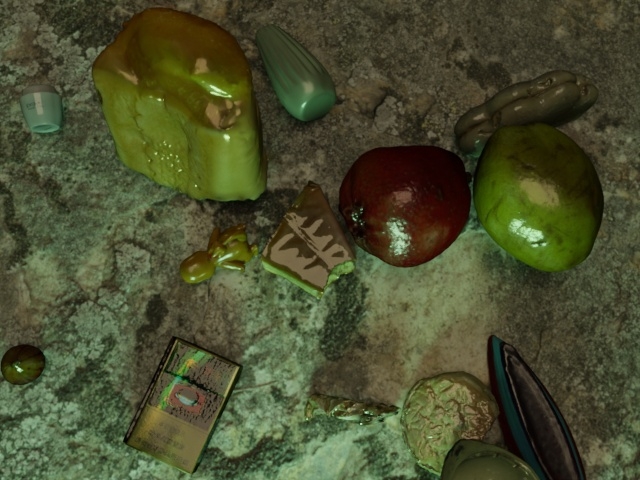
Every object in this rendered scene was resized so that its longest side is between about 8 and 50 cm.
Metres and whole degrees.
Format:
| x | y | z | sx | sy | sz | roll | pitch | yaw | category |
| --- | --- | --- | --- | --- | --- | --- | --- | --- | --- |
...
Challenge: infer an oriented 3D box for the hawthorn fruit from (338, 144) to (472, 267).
| x | y | z | sx | sy | sz | roll | pitch | yaw | category |
| --- | --- | --- | --- | --- | --- | --- | --- | --- | --- |
| 0.201 | -0.083 | 1.399 | 0.307 | 0.265 | 0.265 | -16 | 77 | -24 | hawthorn fruit |

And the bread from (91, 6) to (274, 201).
| x | y | z | sx | sy | sz | roll | pitch | yaw | category |
| --- | --- | --- | --- | --- | --- | --- | --- | --- | --- |
| -0.263 | -0.290 | 1.384 | 0.361 | 0.394 | 0.250 | 22 | 62 | 8 | bread |

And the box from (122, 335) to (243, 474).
| x | y | z | sx | sy | sz | roll | pitch | yaw | category |
| --- | --- | --- | --- | --- | --- | --- | --- | --- | --- |
| -0.282 | 0.341 | 1.384 | 0.159 | 0.071 | 0.240 | 22 | 77 | 7 | box |

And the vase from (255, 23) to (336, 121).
| x | y | z | sx | sy | sz | roll | pitch | yaw | category |
| --- | --- | --- | --- | --- | --- | --- | --- | --- | --- |
| -0.067 | -0.395 | 1.532 | 0.128 | 0.128 | 0.248 | -30 | 70 | -7 | vase |

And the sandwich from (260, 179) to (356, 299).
| x | y | z | sx | sy | sz | roll | pitch | yaw | category |
| --- | --- | --- | --- | --- | --- | --- | --- | --- | --- |
| 0.000 | 0.000 | 1.446 | 0.186 | 0.108 | 0.220 | 28 | 76 | 6 | sandwich |

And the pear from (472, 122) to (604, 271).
| x | y | z | sx | sy | sz | roll | pitch | yaw | category |
| --- | --- | --- | --- | --- | --- | --- | --- | --- | --- |
| 0.452 | -0.090 | 1.386 | 0.269 | 0.269 | 0.321 | -17 | 84 | -4 | pear |

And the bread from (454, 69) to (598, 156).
| x | y | z | sx | sy | sz | roll | pitch | yaw | category |
| --- | --- | --- | --- | --- | --- | --- | --- | --- | --- |
| 0.467 | -0.295 | 1.481 | 0.337 | 0.183 | 0.102 | -21 | 81 | -3 | bread |

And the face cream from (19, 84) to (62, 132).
| x | y | z | sx | sy | sz | roll | pitch | yaw | category |
| --- | --- | --- | --- | --- | --- | --- | --- | --- | --- |
| -0.637 | -0.301 | 1.520 | 0.091 | 0.091 | 0.095 | -10 | 84 | -3 | face cream |

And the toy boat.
| x | y | z | sx | sy | sz | roll | pitch | yaw | category |
| --- | --- | --- | --- | --- | --- | --- | --- | --- | --- |
| 0.446 | 0.380 | 1.382 | 0.136 | 0.079 | 0.392 | -21 | 81 | -5 | toy boat |

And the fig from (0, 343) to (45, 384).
| x | y | z | sx | sy | sz | roll | pitch | yaw | category |
| --- | --- | --- | --- | --- | --- | --- | --- | --- | --- |
| -0.626 | 0.256 | 1.373 | 0.088 | 0.125 | 0.089 | 1 | 77 | -5 | fig |

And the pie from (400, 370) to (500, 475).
| x | y | z | sx | sy | sz | roll | pitch | yaw | category |
| --- | --- | --- | --- | --- | --- | --- | --- | --- | --- |
| 0.261 | 0.371 | 1.387 | 0.185 | 0.052 | 0.218 | 39 | 84 | 7 | pie |

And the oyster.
| x | y | z | sx | sy | sz | roll | pitch | yaw | category |
| --- | --- | --- | --- | --- | --- | --- | --- | --- | --- |
| 0.072 | 0.346 | 1.382 | 0.199 | 0.106 | 0.061 | 7 | 63 | -9 | oyster |

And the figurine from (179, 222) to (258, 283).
| x | y | z | sx | sy | sz | roll | pitch | yaw | category |
| --- | --- | --- | --- | --- | --- | --- | --- | --- | --- |
| -0.224 | 0.031 | 1.429 | 0.176 | 0.122 | 0.121 | -34 | 82 | -8 | figurine |

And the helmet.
| x | y | z | sx | sy | sz | roll | pitch | yaw | category |
| --- | --- | --- | --- | --- | --- | --- | --- | --- | --- |
| 0.308 | 0.512 | 1.306 | 0.257 | 0.137 | 0.204 | 31 | 55 | -10 | helmet |
